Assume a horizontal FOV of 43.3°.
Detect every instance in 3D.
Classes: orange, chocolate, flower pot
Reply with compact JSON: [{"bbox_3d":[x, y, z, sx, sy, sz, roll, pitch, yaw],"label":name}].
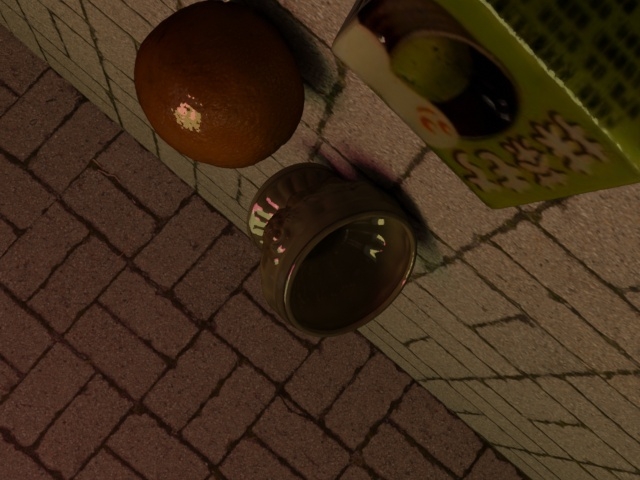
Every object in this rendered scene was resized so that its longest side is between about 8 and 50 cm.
[{"bbox_3d":[-0.147,-0.235,1.231,0.264,0.264,0.264,38,167,11],"label":"orange"},{"bbox_3d":[0.173,-0.166,0.735,0.289,0.137,0.301,43,167,-10],"label":"chocolate"},{"bbox_3d":[0.000,0.000,1.499,0.244,0.307,0.307,48,176,44],"label":"flower pot"}]
